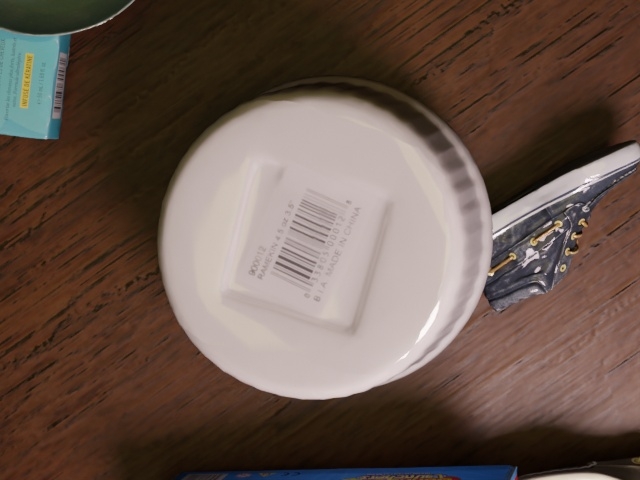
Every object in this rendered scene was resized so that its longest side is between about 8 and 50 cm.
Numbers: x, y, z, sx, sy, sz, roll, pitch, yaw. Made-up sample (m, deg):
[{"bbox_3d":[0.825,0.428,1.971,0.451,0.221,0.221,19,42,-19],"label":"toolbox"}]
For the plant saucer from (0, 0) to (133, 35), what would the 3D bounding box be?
[{"bbox_3d":[-0.228,-0.252,1.125,0.195,0.037,0.194,1,71,-3],"label":"plant saucer"}]

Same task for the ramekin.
[{"bbox_3d":[0.000,0.000,1.096,0.277,0.135,0.277,1,95,10],"label":"ramekin"}]

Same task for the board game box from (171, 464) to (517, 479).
[{"bbox_3d":[0.022,0.352,1.136,0.308,0.086,0.301,-4,95,15],"label":"board game box"}]

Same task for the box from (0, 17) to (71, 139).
[{"bbox_3d":[-0.345,-0.151,1.141,0.244,0.060,0.100,7,95,-1],"label":"box"}]

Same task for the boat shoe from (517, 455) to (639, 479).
[{"bbox_3d":[0.289,0.242,1.165,0.305,0.091,0.109,1,103,3],"label":"boat shoe"}]

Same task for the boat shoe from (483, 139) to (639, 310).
[{"bbox_3d":[0.210,-0.013,1.160,0.183,0.065,0.083,-30,95,9],"label":"boat shoe"}]
